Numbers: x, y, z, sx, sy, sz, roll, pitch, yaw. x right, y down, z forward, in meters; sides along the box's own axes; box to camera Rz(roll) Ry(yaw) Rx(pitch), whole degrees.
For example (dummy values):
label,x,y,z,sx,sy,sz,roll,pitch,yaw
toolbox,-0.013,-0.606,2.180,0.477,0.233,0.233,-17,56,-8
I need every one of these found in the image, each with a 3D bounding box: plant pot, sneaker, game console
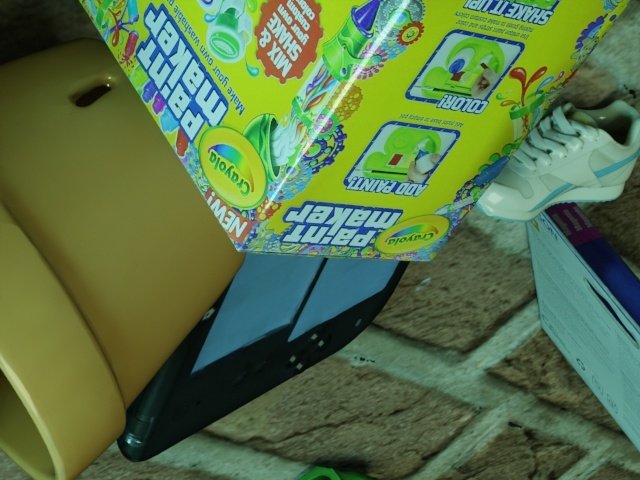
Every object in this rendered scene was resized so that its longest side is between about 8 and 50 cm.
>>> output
label,x,y,z,sx,sy,sz,roll,pitch,yaw
plant pot,-0.188,-0.003,1.112,0.203,0.291,0.291,-37,150,-20
sneaker,0.215,-0.081,1.541,0.229,0.087,0.092,-15,137,-39
game console,0.000,0.000,1.369,0.342,0.060,0.386,-32,155,-47

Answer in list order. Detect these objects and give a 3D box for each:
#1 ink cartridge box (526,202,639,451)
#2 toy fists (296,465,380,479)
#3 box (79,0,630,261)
label,x,y,z,sx,sy,sz,roll,pitch,yaw
ink cartridge box,0.329,0.114,1.664,0.071,0.324,0.330,-31,148,-7
toy fists,-0.025,0.376,1.914,0.279,0.096,0.142,-45,147,14
box,0.015,-0.185,1.021,0.177,0.290,0.279,3,132,-44
